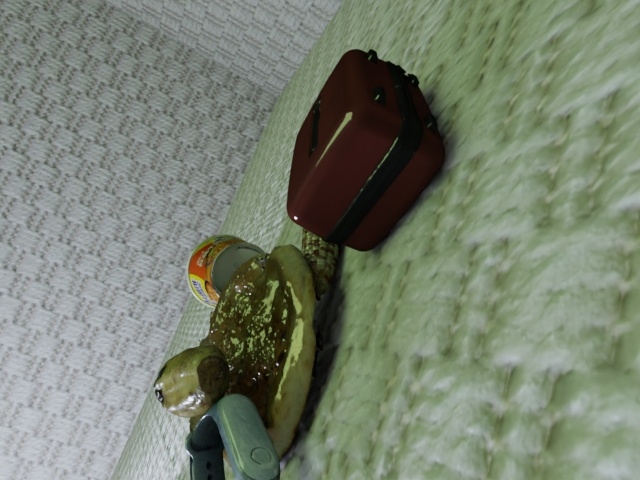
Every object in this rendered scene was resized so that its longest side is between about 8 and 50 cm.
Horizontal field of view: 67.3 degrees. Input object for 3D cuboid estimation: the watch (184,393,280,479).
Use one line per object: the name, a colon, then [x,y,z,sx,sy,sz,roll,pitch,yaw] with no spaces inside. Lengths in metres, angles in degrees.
watch: [-0.126,0.328,0.666,0.206,0.068,0.192,44,120,48]

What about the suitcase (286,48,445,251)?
suitcase: [0.060,-0.147,0.758,0.236,0.161,0.297,-55,20,32]

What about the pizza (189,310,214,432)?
pizza: [-0.230,0.289,1.096,0.323,0.090,0.222,-96,13,-72]

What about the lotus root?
lotus root: [-0.204,0.232,0.787,0.258,0.097,0.110,-32,67,55]

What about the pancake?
pancake: [-0.112,0.185,0.824,0.382,0.071,0.382,-33,49,48]

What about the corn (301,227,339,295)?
corn: [0.000,0.000,0.876,0.079,0.080,0.237,-52,21,37]

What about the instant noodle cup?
instant noodle cup: [-0.230,0.084,1.267,0.174,0.213,0.213,-3,62,62]
